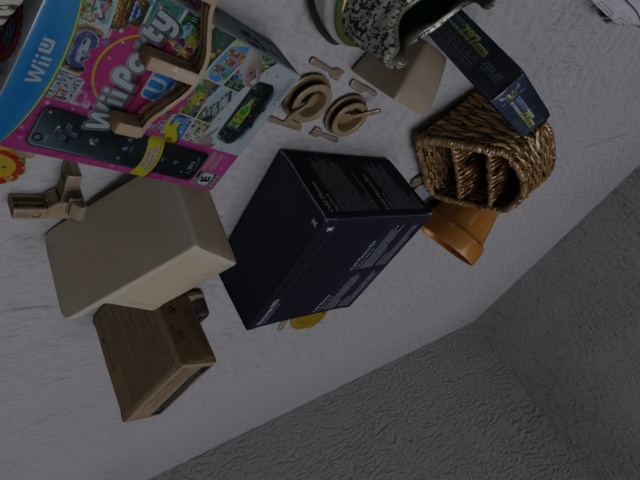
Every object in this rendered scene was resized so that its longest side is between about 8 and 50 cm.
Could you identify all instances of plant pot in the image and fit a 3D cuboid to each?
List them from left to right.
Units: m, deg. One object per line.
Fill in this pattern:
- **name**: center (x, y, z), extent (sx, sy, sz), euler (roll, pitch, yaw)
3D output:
- **plant pot**: center (0.139, -0.281, 0.777), extent (0.109, 0.109, 0.096), euler (4, 125, -51)
- **plant pot**: center (0.406, -0.064, 1.352), extent (0.188, 0.205, 0.205), euler (-52, 151, 4)

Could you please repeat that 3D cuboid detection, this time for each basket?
- **basket**: center (0.374, -0.166, 1.084), extent (0.223, 0.213, 0.299), euler (-38, 153, 1)

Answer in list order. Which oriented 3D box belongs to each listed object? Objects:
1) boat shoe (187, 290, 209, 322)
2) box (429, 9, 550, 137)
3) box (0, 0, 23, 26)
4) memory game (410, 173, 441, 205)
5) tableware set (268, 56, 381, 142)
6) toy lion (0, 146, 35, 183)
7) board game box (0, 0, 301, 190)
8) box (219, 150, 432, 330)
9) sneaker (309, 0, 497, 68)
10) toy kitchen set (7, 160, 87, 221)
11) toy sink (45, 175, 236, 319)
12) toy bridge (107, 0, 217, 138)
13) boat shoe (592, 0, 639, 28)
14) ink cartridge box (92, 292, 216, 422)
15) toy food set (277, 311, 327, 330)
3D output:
- **boat shoe**: center (-0.339, 0.207, 1.111), extent (0.223, 0.073, 0.080), euler (-45, 151, 22)
- **box**: center (0.245, -0.280, 0.740), extent (0.059, 0.233, 0.183), euler (-43, 151, 25)
- **box**: center (-0.381, -0.163, 0.396), extent (0.275, 0.113, 0.094), euler (-38, 154, 14)
- **memory game**: center (0.267, -0.126, 1.274), extent (0.186, 0.012, 0.186), euler (-25, 153, -14)
- **tableware set**: center (0.019, -0.220, 0.812), extent (0.194, 0.039, 0.128), euler (4, 136, -50)
- **toy lion**: center (-0.399, -0.105, 0.568), extent (0.096, 0.034, 0.100), euler (-33, 155, 17)
- **board game box**: center (-0.204, -0.188, 0.564), extent (0.224, 0.097, 0.303), euler (-46, 150, 24)
- **box**: center (0.000, 0.000, 1.011), extent (0.312, 0.179, 0.343), euler (-6, 143, -44)
- **sneaker**: center (0.192, -0.362, 0.598), extent (0.410, 0.182, 0.158), euler (-39, 153, 12)
- **toy kitchen set**: center (-0.365, -0.056, 0.640), extent (0.075, 0.068, 0.083), euler (-4, 141, -44)
- **toy sink**: center (-0.276, 0.015, 0.744), extent (0.234, 0.153, 0.131), euler (-29, 159, 9)
- **toy bridge**: center (-0.155, -0.180, 0.495), extent (0.063, 0.026, 0.188), euler (2, 136, -51)
- **boat shoe**: center (0.610, -0.487, 0.970), extent (0.084, 0.095, 0.258), euler (-18, 166, 43)
- **ink cartridge box**: center (-0.325, 0.189, 0.914), extent (0.193, 0.235, 0.088), euler (-44, 151, 22)
- **toy food set**: center (-0.059, 0.192, 1.414), extent (0.218, 0.071, 0.128), euler (8, 109, -56)
